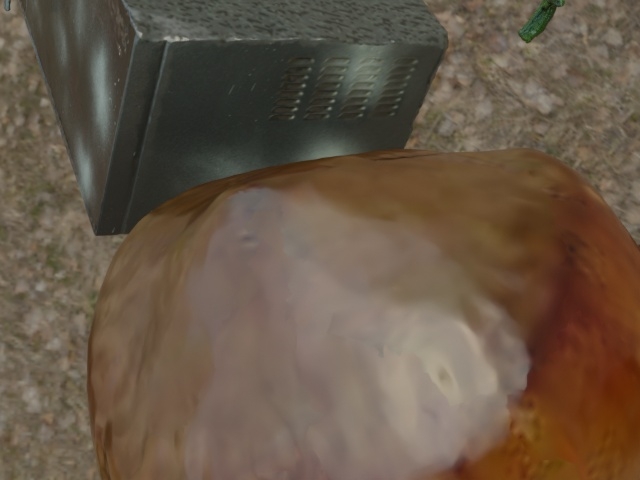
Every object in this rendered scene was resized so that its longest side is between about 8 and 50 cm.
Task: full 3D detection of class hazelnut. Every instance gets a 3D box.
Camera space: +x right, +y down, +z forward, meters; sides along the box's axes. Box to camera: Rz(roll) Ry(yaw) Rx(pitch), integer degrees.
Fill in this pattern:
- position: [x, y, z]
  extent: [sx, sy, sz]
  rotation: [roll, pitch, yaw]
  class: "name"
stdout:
- position: [0.034, 0.107, 0.583]
  extent: [0.372, 0.372, 0.315]
  rotation: [-12, 30, 34]
  class: "hazelnut"

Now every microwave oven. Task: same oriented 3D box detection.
- position: [-0.114, -0.246, 1.007]
  extent: [0.432, 0.374, 0.236]
  rotation: [63, 144, 34]
  class: "microwave oven"

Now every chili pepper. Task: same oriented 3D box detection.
- position: [0.351, -0.355, 1.503]
  extent: [0.118, 0.035, 0.055]
  rotation: [137, 150, -61]
  class: "chili pepper"

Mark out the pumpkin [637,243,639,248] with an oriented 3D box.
- position: [0.534, 0.092, 1.672]
  extent: [0.202, 0.202, 0.140]
  rotation: [-35, 94, 25]
  class: "pumpkin"
